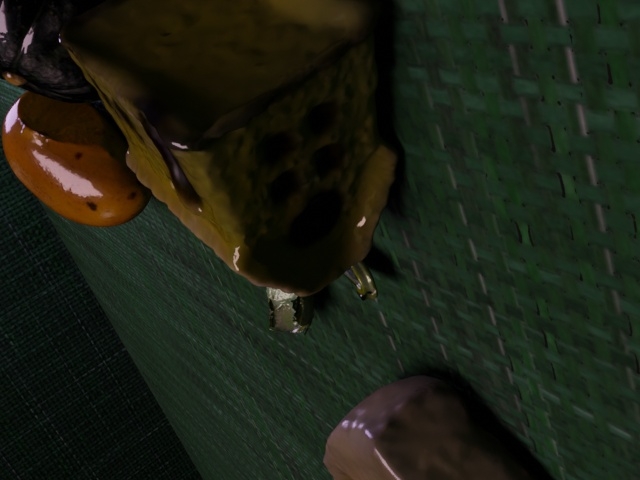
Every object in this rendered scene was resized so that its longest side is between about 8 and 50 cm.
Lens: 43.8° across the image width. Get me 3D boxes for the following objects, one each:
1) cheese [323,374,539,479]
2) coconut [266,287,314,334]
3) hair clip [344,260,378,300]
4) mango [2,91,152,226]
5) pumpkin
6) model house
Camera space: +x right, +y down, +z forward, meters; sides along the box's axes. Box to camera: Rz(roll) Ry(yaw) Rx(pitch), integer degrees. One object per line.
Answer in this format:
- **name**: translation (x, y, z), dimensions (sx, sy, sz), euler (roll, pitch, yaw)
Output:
- **cheese**: translation (0.129, 0.279, 0.773), dimensions (0.318, 0.115, 0.326), euler (26, 146, 53)
- **coconut**: translation (-0.046, 0.042, 0.889), dimensions (0.133, 0.055, 0.158), euler (33, 151, 42)
- **hair clip**: translation (0.000, 0.000, 0.762), dimensions (0.188, 0.033, 0.060), euler (36, 149, 46)
- **mango**: translation (-0.368, -0.116, 1.228), dimensions (0.290, 0.160, 0.191), euler (32, 143, 28)
- **pumpkin**: translation (-0.275, -0.230, 0.792), dimensions (0.220, 0.162, 0.220), euler (22, 177, 1)
- **model house**: translation (-0.047, -0.080, 0.605), dimensions (0.193, 0.175, 0.234), euler (39, 163, 36)
